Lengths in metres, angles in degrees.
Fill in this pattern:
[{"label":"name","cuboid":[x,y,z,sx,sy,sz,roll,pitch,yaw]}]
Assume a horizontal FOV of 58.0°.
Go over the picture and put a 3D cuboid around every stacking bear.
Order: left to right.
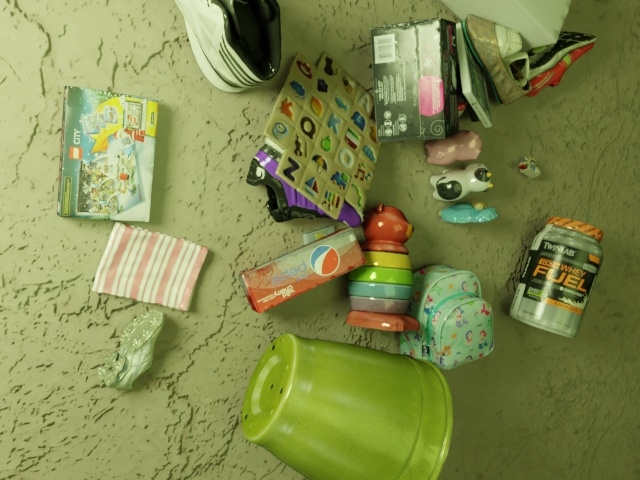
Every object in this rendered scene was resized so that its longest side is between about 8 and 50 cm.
[{"label":"stacking bear","cuboid":[0.150,0.060,1.358,0.175,0.164,0.288,15,79,-64]}]

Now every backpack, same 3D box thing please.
[{"label":"backpack","cuboid":[0.318,0.194,1.471,0.225,0.191,0.253,-11,100,-27]}]

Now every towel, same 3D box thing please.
[{"label":"towel","cuboid":[-0.333,0.055,1.148,0.197,0.029,0.144,18,90,-31]}]

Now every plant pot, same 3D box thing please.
[{"label":"plant pot","cuboid":[0.033,0.372,1.265,0.353,0.366,0.366,27,86,-20]}]

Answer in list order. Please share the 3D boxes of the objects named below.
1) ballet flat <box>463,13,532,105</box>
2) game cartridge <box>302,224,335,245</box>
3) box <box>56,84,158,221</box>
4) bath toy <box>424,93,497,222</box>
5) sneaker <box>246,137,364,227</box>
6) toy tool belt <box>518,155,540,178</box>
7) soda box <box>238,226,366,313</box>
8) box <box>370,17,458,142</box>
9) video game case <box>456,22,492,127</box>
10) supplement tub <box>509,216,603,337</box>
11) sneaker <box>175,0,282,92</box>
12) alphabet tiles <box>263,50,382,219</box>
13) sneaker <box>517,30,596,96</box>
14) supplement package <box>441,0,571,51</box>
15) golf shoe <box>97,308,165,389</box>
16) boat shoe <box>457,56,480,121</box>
[{"label":"ballet flat","cuboid":[0.444,-0.451,1.406,0.316,0.106,0.107,34,51,-51]},{"label":"game cartridge","cuboid":[0.000,0.000,1.339,0.083,0.017,0.055,-19,112,-26]},{"label":"box","cuboid":[-0.391,-0.155,1.063,0.159,0.044,0.232,3,98,-31]},{"label":"bath toy","cuboid":[0.345,-0.212,1.432,0.151,0.129,0.348,-27,112,-23]},{"label":"sneaker","cuboid":[-0.042,-0.090,1.256,0.293,0.102,0.146,37,88,-27]},{"label":"toy tool belt","cuboid":[0.582,-0.212,1.621,0.083,0.052,0.051,25,55,-35]},{"label":"soda box","cuboid":[-0.040,0.063,1.256,0.263,0.083,0.092,-24,94,-14]},{"label":"box","cuboid":[0.212,-0.351,1.285,0.142,0.164,0.247,-28,116,-60]},{"label":"video game case","cuboid":[0.360,-0.385,1.359,0.173,0.022,0.190,29,53,-53]},{"label":"supplement tub","cuboid":[0.680,0.103,1.651,0.194,0.194,0.315,18,90,-32]},{"label":"sneaker","cuboid":[-0.189,-0.474,0.992,0.169,0.257,0.447,-39,116,-18]},{"label":"alphabet tiles","cuboid":[0.020,-0.228,1.228,0.285,0.011,0.342,36,58,-30]},{"label":"sneaker","cuboid":[0.640,-0.484,1.583,0.279,0.107,0.118,-32,133,-18]},{"label":"supplement package","cuboid":[0.435,-0.604,1.371,0.293,0.175,0.177,28,79,-31]},{"label":"golf shoe","cuboid":[-0.362,0.219,1.156,0.176,0.069,0.086,-52,140,-8]},{"label":"boat shoe","cuboid":[0.345,-0.390,1.434,0.227,0.069,0.081,60,32,-28]}]
